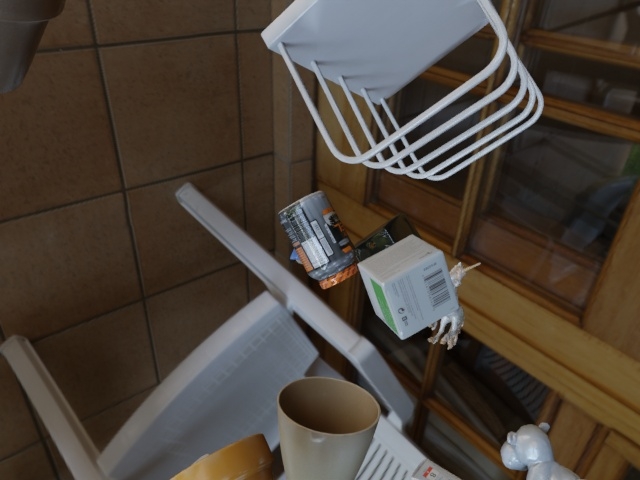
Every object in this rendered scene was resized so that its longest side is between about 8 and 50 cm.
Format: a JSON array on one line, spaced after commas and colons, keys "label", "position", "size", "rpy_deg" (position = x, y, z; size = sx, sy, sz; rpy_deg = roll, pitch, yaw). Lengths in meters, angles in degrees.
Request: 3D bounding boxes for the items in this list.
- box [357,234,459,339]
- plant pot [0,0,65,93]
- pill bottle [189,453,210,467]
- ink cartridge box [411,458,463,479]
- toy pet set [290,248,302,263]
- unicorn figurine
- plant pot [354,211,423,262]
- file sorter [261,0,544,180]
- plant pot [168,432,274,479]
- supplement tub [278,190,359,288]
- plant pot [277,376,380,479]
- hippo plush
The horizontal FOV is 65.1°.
[{"label": "box", "position": [0.126, 0.065, 0.727], "size": [0.102, 0.087, 0.101], "rpy_deg": [-27, 114, -10]}, {"label": "plant pot", "position": [-0.597, -0.391, 0.879], "size": [0.263, 0.263, 0.229], "rpy_deg": [-7, 139, -42]}, {"label": "pill bottle", "position": [-0.300, 0.735, 1.461], "size": [0.117, 0.117, 0.208], "rpy_deg": [-37, 92, -21]}, {"label": "ink cartridge box", "position": [0.204, 0.379, 0.639], "size": [0.045, 0.179, 0.146], "rpy_deg": [-34, 125, -39]}, {"label": "toy pet set", "position": [-0.044, 0.007, 1.395], "size": [0.114, 0.122, 0.065], "rpy_deg": [-67, 157, -17]}, {"label": "unicorn figurine", "position": [0.212, 0.108, 0.839], "size": [0.111, 0.060, 0.162], "rpy_deg": [-48, 146, -19]}, {"label": "plant pot", "position": [0.209, 0.041, 1.553], "size": [0.187, 0.188, 0.167], "rpy_deg": [-36, 170, 26]}, {"label": "file sorter", "position": [0.116, -0.181, 0.555], "size": [0.192, 0.173, 0.277], "rpy_deg": [-32, 166, 27]}, {"label": "plant pot", "position": [-0.154, 0.482, 0.891], "size": [0.205, 0.188, 0.205], "rpy_deg": [-26, 157, -12]}, {"label": "supplement tub", "position": [0.000, 0.000, 1.075], "size": [0.117, 0.117, 0.190], "rpy_deg": [-29, 91, -28]}, {"label": "plant pot", "position": [0.004, 0.530, 1.268], "size": [0.256, 0.256, 0.274], "rpy_deg": [-6, 109, -42]}, {"label": "hippo plush", "position": [0.605, 0.661, 1.426], "size": [0.234, 0.237, 0.294], "rpy_deg": [-14, 147, -23]}]
